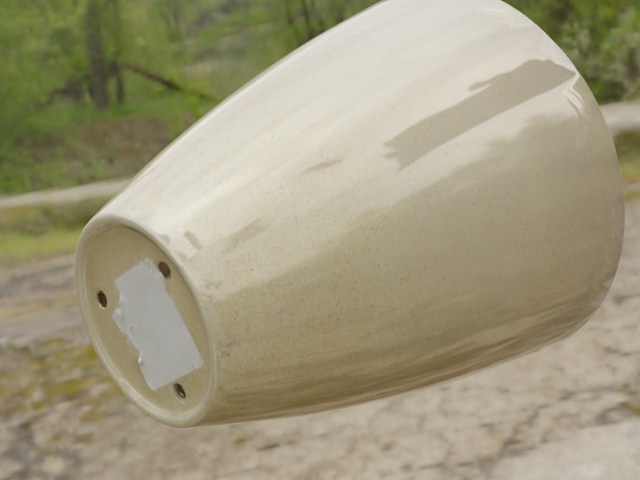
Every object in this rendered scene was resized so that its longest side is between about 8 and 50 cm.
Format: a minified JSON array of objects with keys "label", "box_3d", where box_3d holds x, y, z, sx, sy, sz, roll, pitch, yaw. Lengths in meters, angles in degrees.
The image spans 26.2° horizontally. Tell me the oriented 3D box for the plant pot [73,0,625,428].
[{"label":"plant pot","box_3d":[0.000,0.000,0.831,0.274,0.257,0.256,-25,16,-39]}]
